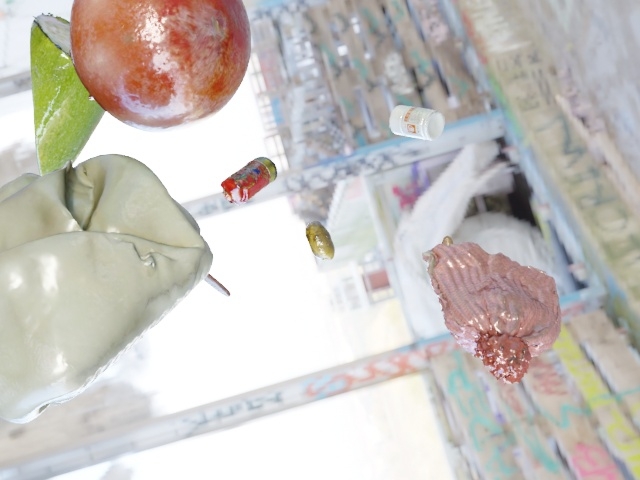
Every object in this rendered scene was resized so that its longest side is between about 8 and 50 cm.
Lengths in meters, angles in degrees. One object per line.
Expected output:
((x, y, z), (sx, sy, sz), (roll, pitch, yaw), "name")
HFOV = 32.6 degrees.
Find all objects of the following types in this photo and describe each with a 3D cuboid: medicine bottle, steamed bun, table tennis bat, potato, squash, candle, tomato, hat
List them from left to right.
((-0.464, -0.226, 1.840), (0.189, 0.260, 0.189), (34, -161, -13), "squash")
((-0.320, 0.038, 1.364), (0.255, 0.368, 0.342), (53, 146, -5), "steamed bun")
((-0.222, -0.290, 1.566), (0.265, 0.265, 0.265), (164, 90, -88), "tomato")
((-0.217, 0.048, 1.900), (0.156, 0.013, 0.087), (39, 170, -7), "table tennis bat")
((-0.119, -0.092, 1.740), (0.131, 0.052, 0.052), (-41, -60, -54), "candle")
((0.000, 0.000, 2.022), (0.040, 0.051, 0.083), (-47, 58, 40), "potato")
((0.178, -0.217, 2.013), (0.089, 0.057, 0.057), (16, 131, 42), "medicine bottle")
((0.280, 0.123, 1.738), (0.286, 0.237, 0.107), (-89, 11, -54), "hat")

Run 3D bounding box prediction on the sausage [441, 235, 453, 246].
((0.239, 0.048, 2.028), (0.026, 0.026, 0.116), (79, -172, -73), "sausage")
